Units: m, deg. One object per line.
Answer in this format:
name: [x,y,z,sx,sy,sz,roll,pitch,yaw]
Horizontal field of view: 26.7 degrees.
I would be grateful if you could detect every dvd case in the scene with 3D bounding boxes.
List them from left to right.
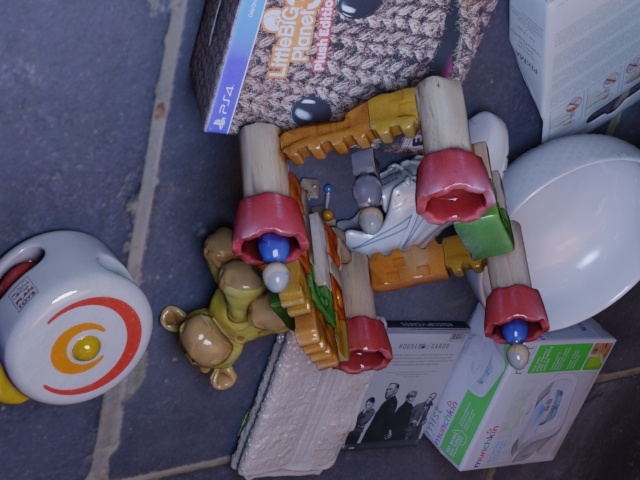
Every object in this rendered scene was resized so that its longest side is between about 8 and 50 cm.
dvd case: [0.127,0.233,2.156,0.179,0.029,0.239,3,118,-38]

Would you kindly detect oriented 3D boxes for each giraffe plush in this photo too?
giraffe plush: [-0.123,0.102,1.789,0.170,0.181,0.210,-37,152,8]

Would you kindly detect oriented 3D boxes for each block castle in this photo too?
block castle: [0.090,0.022,1.621,0.303,0.213,0.453,-12,152,13]

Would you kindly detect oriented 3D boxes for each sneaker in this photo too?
sneaker: [0.147,-0.069,1.894,0.297,0.111,0.129,-48,130,2]

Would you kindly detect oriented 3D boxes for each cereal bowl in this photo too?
cereal bowl: [0.357,-0.029,2.033,0.339,0.141,0.339,-16,136,-17]

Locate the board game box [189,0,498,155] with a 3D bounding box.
board game box: [0.020,-0.242,1.562,0.291,0.141,0.232,4,130,-19]

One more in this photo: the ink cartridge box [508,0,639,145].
ink cartridge box: [0.416,-0.314,1.948,0.308,0.091,0.385,-33,152,-13]

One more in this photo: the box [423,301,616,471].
box: [0.324,0.236,2.236,0.231,0.127,0.262,2,121,-40]

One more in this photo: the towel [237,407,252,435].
towel: [-0.082,0.275,2.047,0.083,0.009,0.060,4,119,-38]

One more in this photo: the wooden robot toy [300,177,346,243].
wooden robot toy: [0.000,0.000,1.852,0.076,0.079,0.173,-20,131,-24]

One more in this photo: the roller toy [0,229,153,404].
roller toy: [-0.312,0.098,1.647,0.209,0.146,0.191,-10,126,-30]

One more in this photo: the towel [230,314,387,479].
towel: [-0.017,0.237,2.027,0.187,0.049,0.282,3,115,-39]
